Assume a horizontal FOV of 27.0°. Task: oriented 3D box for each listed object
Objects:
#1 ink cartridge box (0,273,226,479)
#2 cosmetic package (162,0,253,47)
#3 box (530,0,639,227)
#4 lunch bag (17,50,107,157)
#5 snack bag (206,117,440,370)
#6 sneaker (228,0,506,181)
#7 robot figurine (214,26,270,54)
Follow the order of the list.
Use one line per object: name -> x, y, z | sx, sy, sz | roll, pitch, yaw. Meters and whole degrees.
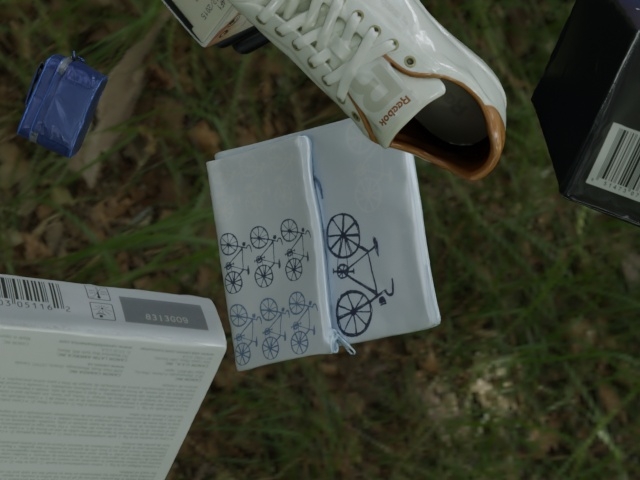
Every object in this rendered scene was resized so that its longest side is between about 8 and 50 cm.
ink cartridge box -> -0.313, 0.212, 1.476 | 0.308, 0.385, 0.091 | 8, 37, -28
cosmetic package -> -0.048, -0.332, 1.388 | 0.153, 0.129, 0.296 | 51, 44, 6
box -> 0.265, -0.052, 0.757 | 0.261, 0.103, 0.184 | 20, 19, -5
lunch bag -> -0.252, -0.136, 1.292 | 0.065, 0.067, 0.098 | 23, 97, -5
snack bag -> 0.000, 0.000, 1.834 | 0.037, 0.342, 0.323 | 5, 75, -57
sneaker -> 0.033, -0.149, 0.993 | 0.290, 0.106, 0.123 | 33, 28, -19
robot figurine -> -0.127, -0.382, 1.703 | 0.173, 0.209, 0.278 | -17, 80, -14
